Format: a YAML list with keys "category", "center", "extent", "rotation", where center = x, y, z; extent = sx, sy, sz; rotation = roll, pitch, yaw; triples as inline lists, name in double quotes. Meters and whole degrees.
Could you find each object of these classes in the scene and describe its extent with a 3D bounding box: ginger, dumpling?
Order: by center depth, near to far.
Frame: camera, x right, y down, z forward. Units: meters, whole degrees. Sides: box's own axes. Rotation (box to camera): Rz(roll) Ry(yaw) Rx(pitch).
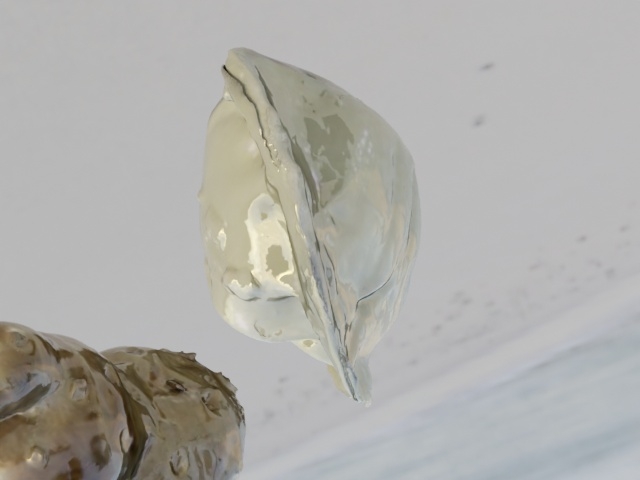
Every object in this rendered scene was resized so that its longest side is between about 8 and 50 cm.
- category: "ginger"
  center: [-0.186, 0.172, 1.197]
  extent: [0.256, 0.176, 0.375]
  rotation: [-53, 152, -7]
- category: "dumpling"
  center: [0.000, 0.000, 1.520]
  extent: [0.233, 0.315, 0.395]
  rotation: [-19, 143, -4]
